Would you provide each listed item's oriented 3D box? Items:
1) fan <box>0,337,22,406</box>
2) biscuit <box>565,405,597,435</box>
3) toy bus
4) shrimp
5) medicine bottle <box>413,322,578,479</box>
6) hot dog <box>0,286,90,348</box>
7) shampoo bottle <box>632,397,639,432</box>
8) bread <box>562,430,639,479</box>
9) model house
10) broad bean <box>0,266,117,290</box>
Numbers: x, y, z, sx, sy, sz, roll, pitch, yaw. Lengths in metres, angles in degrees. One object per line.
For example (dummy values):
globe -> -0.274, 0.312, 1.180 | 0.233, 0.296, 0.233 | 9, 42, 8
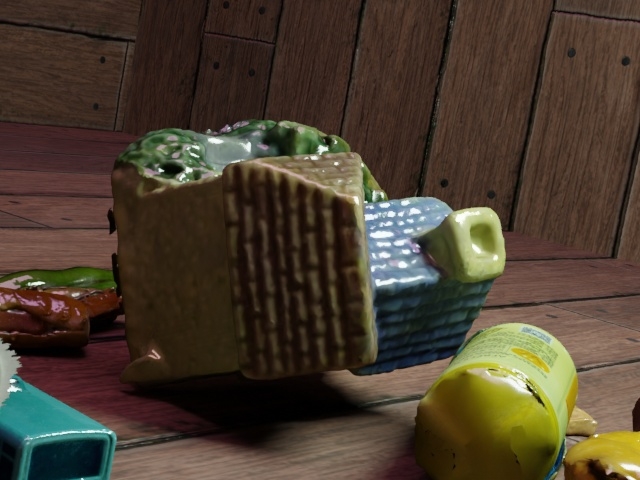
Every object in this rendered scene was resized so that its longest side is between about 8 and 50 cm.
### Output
fan -> -0.295, 0.068, 0.859 | 0.233, 0.012, 0.414 | -7, 27, 7
biscuit -> 0.193, 0.162, 1.331 | 0.162, 0.035, 0.250 | 14, 6, -3
toy bus -> -0.206, 0.131, 0.823 | 0.079, 0.091, 0.160 | 4, 10, -46
shrimp -> -0.256, 0.072, 1.364 | 0.184, 0.043, 0.091 | -5, 15, -44
medicine bottle -> 0.150, 0.144, 1.090 | 0.124, 0.124, 0.239 | 12, 10, 13
hot dog -> -0.353, 0.067, 1.217 | 0.286, 0.061, 0.088 | 7, -3, -29
shampoo bottle -> 0.425, 0.189, 1.281 | 0.236, 0.067, 0.068 | 8, -1, -16
bread -> 0.245, 0.199, 0.720 | 0.270, 0.142, 0.195 | 13, 11, 33
model house -> 0.000, 0.000, 1.182 | 0.321, 0.261, 0.266 | -5, -1, -40
broad bean -> -0.277, 0.052, 1.455 | 0.060, 0.043, 0.297 | -14, -8, 34
